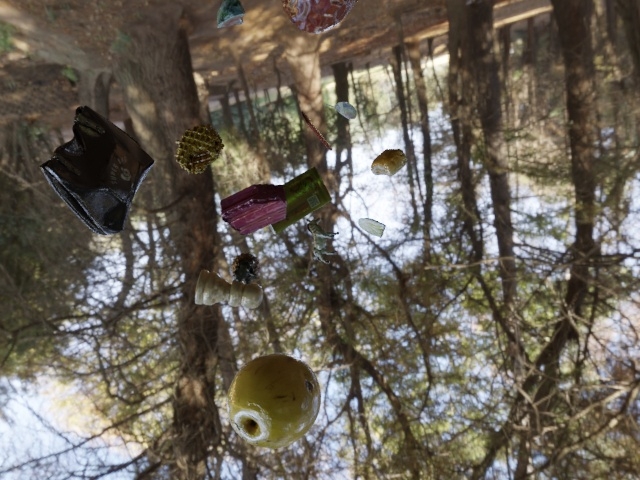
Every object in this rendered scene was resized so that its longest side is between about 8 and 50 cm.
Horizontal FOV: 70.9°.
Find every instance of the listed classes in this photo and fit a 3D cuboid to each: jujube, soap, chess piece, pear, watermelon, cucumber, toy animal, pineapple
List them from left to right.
[{"bbox_3d":[-0.415,0.235,2.081,0.300,0.166,0.167,9,-163,-7],"label":"chess piece"},{"bbox_3d":[-0.179,-0.476,0.947,0.085,0.085,0.061,0,169,35],"label":"watermelon"},{"bbox_3d":[-0.306,0.119,1.822,0.128,0.128,0.248,-16,-173,-6],"label":"pineapple"},{"bbox_3d":[-0.238,-0.124,1.727,0.250,0.162,0.099,-22,-130,14],"label":"soap"},{"bbox_3d":[-0.172,0.587,1.657,0.349,0.348,0.348,-12,-162,4],"label":"pear"},{"bbox_3d":[-0.003,-0.001,2.184,0.176,0.216,0.073,9,-177,32],"label":"toy animal"},{"bbox_3d":[0.014,-0.614,1.009,0.197,0.197,0.290,-31,164,-42],"label":"jujube"},{"bbox_3d":[0.199,-0.060,1.725,0.108,0.067,0.035,26,-137,18],"label":"cucumber"}]

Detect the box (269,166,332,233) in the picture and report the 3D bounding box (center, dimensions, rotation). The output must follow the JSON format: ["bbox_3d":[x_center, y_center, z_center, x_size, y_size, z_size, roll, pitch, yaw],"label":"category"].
[{"bbox_3d":[-0.113,-0.176,1.966,0.311,0.172,0.043,-33,-166,-19],"label":"box"}]

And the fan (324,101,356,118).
[{"bbox_3d":[0.052,-0.312,1.056,0.003,0.080,0.060,-65,-169,-16],"label":"fan"}]

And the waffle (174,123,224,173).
[{"bbox_3d":[-0.465,-0.351,1.715,0.193,0.070,0.197,-42,-119,1],"label":"waffle"}]

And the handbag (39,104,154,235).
[{"bbox_3d":[-0.671,-0.224,1.367,0.152,0.288,0.342,-4,-122,22],"label":"handbag"}]

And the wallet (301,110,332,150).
[{"bbox_3d":[-0.017,-0.481,1.992,0.020,0.196,0.103,-37,-135,10],"label":"wallet"}]

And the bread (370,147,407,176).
[{"bbox_3d":[0.249,-0.290,1.655,0.106,0.082,0.125,-34,-154,-20],"label":"bread"}]
